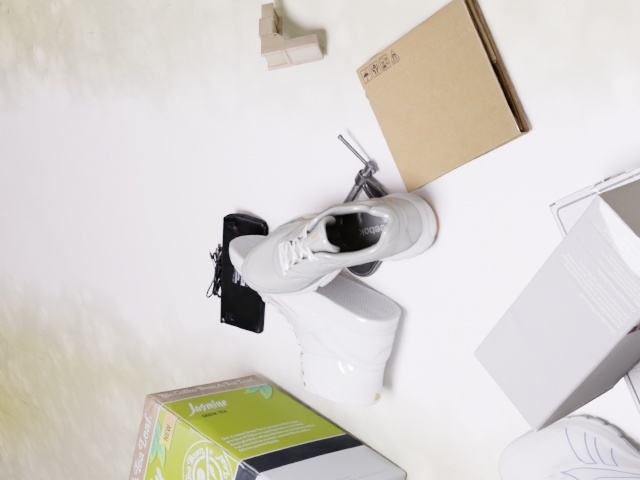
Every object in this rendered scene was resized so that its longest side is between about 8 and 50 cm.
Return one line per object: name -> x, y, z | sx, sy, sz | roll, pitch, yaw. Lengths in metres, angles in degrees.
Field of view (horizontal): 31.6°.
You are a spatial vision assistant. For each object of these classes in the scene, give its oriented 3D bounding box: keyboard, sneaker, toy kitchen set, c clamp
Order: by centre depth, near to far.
sneaker -> 0.293, 0.265, 1.173 | 0.297, 0.129, 0.111 | 5, 112, 51
sneaker -> 0.000, 0.000, 1.356 | 0.262, 0.121, 0.099 | -21, 78, 28
toy kitchen set -> -0.032, -0.253, 1.435 | 0.068, 0.075, 0.083 | 61, -157, -56
c clamp -> 0.047, -0.035, 1.437 | 0.137, 0.022, 0.161 | 45, 135, 22
sneaker -> -0.025, 0.114, 1.518 | 0.292, 0.108, 0.169 | 31, 125, 38
keyboard -> -0.118, 0.041, 1.673 | 0.100, 0.038, 0.192 | 17, 120, 20

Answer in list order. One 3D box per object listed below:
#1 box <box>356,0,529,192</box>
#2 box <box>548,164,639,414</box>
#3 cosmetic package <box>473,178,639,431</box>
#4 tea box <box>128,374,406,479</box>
box -> 0.132, -0.160, 1.272 | 0.201, 0.021, 0.164 | -28, 84, 52
box -> 0.350, 0.062, 1.046 | 0.169, 0.087, 0.290 | -30, 82, 52
cosmetic package -> 0.250, 0.053, 0.989 | 0.107, 0.127, 0.238 | 51, 141, 24
tea box -> -0.098, 0.411, 1.581 | 0.323, 0.220, 0.329 | 26, 110, 40
